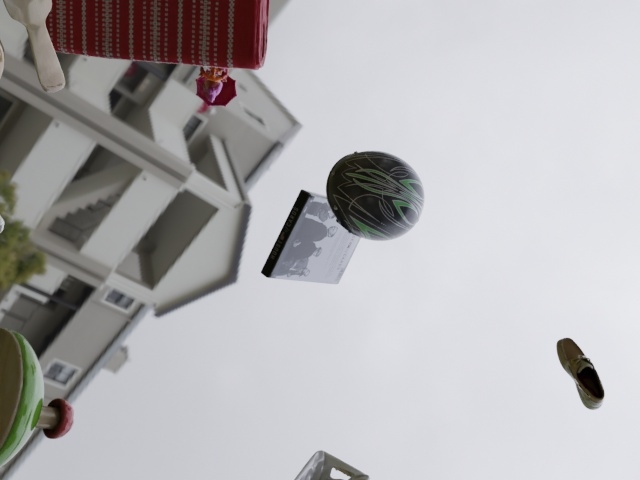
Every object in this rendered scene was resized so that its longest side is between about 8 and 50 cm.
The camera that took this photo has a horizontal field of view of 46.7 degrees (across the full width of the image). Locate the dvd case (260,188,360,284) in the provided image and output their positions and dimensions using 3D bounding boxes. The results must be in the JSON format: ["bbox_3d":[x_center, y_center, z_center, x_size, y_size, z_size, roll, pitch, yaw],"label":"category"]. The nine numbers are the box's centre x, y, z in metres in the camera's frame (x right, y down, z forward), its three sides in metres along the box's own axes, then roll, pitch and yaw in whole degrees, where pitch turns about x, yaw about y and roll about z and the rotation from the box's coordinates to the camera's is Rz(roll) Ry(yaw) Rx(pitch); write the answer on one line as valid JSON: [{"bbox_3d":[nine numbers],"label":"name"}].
[{"bbox_3d":[0.000,0.000,1.461,0.030,0.239,0.179,33,-78,32],"label":"dvd case"}]

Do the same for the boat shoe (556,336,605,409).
[{"bbox_3d":[0.457,0.225,1.291,0.050,0.045,0.135,-17,-119,-11],"label":"boat shoe"}]

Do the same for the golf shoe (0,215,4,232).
[{"bbox_3d":[-0.582,0.011,1.073,0.105,0.120,0.272,-53,-174,47],"label":"golf shoe"}]

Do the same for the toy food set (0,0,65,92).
[{"bbox_3d":[-0.261,-0.111,0.456,0.038,0.192,0.132,61,-20,16],"label":"toy food set"}]

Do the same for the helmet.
[{"bbox_3d":[0.097,-0.079,1.297,0.170,0.161,0.169,-2,-106,7],"label":"helmet"}]

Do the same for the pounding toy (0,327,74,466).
[{"bbox_3d":[-0.403,0.230,0.951,0.237,0.110,0.183,-47,-132,16],"label":"pounding toy"}]

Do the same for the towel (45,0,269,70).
[{"bbox_3d":[-0.181,-0.295,0.809,0.031,0.275,0.198,-38,135,-69],"label":"towel"}]

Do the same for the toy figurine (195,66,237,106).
[{"bbox_3d":[-0.191,-0.323,1.394,0.173,0.130,0.159,-86,-174,-58],"label":"toy figurine"}]

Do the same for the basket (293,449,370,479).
[{"bbox_3d":[0.000,0.460,1.274,0.167,0.113,0.103,-33,147,-65],"label":"basket"}]
